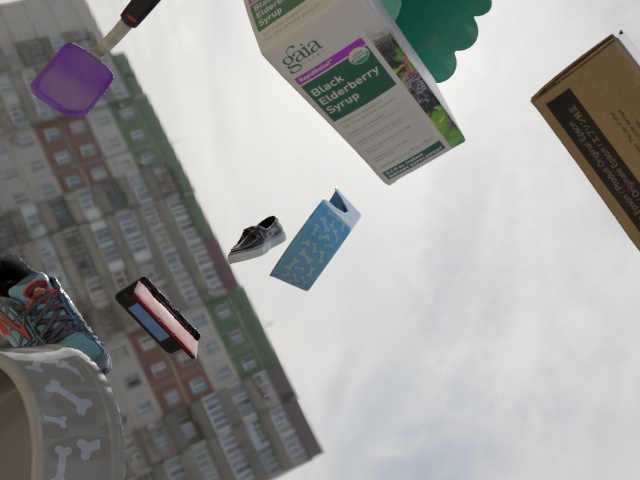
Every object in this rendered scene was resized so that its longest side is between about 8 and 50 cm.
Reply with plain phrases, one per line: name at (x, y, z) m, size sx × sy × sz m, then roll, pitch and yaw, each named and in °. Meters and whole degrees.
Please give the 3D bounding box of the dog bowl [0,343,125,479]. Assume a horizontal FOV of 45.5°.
dog bowl at (-0.387, 0.286, 0.899) m, size 0.349 × 0.102 × 0.348 m, roll -13°, pitch -113°, yaw 33°

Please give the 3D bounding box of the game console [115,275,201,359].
game console at (-0.271, 0.139, 1.245) m, size 0.124 × 0.085 × 0.144 m, roll -29°, pitch -71°, yaw 34°

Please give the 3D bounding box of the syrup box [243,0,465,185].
syrup box at (0.036, -0.157, 0.696) m, size 0.237 × 0.093 × 0.096 m, roll 38°, pitch 27°, yaw -51°

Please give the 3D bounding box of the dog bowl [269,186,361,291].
dog bowl at (0.000, 0.000, 1.384) m, size 0.074 × 0.297 × 0.166 m, roll 35°, pitch -75°, yaw 1°

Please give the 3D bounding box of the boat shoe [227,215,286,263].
boat shoe at (-0.089, -0.001, 1.036) m, size 0.049 × 0.142 × 0.040 m, roll -14°, pitch -82°, yaw 22°

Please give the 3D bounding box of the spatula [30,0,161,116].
spatula at (-0.268, -0.275, 1.012) m, size 0.296 × 0.084 × 0.030 m, roll -38°, pitch -148°, yaw 25°

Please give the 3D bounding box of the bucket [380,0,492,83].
bucket at (0.078, -0.305, 1.029) m, size 0.183 × 0.281 × 0.281 m, roll 43°, pitch -33°, yaw 19°

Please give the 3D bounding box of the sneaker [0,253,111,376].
sneaker at (-0.396, 0.110, 1.072) m, size 0.262 × 0.104 × 0.125 m, roll 30°, pitch -44°, yaw 29°

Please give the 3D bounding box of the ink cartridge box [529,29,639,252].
ink cartridge box at (0.297, -0.091, 0.708) m, size 0.088 × 0.235 × 0.193 m, roll -38°, pitch -92°, yaw 28°
